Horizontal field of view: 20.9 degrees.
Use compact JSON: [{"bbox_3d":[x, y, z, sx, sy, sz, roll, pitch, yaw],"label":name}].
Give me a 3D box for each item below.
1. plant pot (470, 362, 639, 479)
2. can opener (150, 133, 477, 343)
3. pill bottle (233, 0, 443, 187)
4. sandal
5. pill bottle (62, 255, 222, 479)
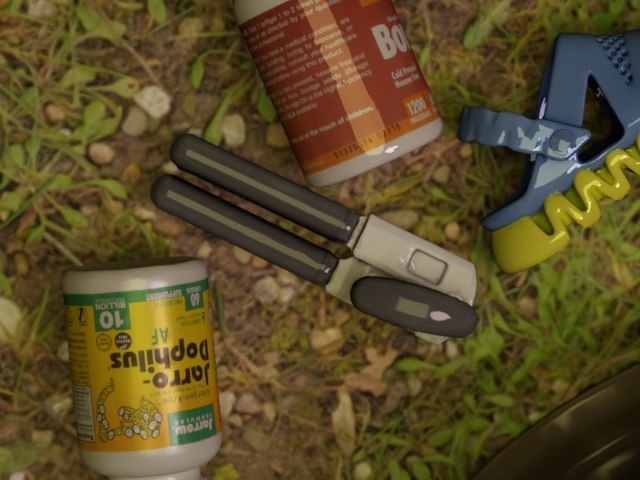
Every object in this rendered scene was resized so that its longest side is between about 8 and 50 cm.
[{"bbox_3d":[0.292,0.269,1.339,0.323,0.323,0.280,-33,99,-1],"label":"plant pot"},{"bbox_3d":[0.000,0.000,1.409,0.283,0.095,0.076,26,91,-5],"label":"can opener"},{"bbox_3d":[0.004,-0.161,1.386,0.121,0.121,0.216,-24,95,-2],"label":"pill bottle"},{"bbox_3d":[0.235,-0.118,1.407,0.317,0.126,0.138,-40,91,-2],"label":"sandal"},{"bbox_3d":[-0.140,0.122,1.396,0.117,0.117,0.208,-5,94,-3],"label":"pill bottle"}]
